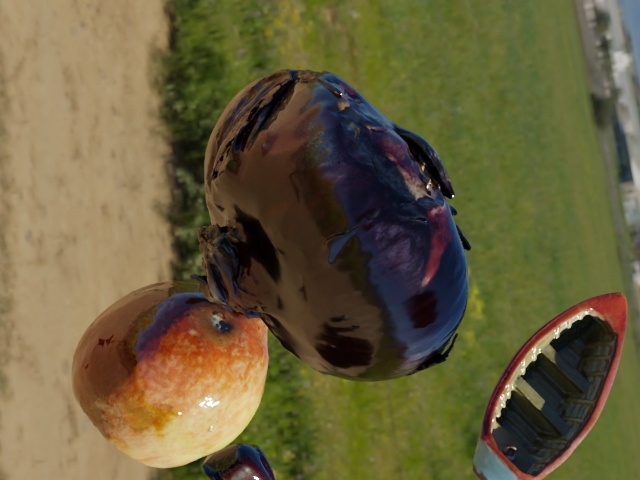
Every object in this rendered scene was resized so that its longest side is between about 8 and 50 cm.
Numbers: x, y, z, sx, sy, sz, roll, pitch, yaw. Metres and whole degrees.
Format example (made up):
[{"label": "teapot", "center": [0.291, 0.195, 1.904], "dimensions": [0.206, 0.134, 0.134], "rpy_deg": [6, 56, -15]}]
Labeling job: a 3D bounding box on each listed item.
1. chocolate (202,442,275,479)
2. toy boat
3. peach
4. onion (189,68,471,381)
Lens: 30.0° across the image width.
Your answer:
[{"label": "chocolate", "center": [-0.124, 0.393, 2.010], "dimensions": [0.125, 0.080, 0.148], "rpy_deg": [53, 5, 24]}, {"label": "toy boat", "center": [0.305, 0.184, 1.554], "dimensions": [0.136, 0.079, 0.392], "rpy_deg": [47, 43, 2]}, {"label": "peach", "center": [-0.168, 0.150, 1.455], "dimensions": [0.232, 0.256, 0.232], "rpy_deg": [49, -6, 7]}, {"label": "onion", "center": [0.000, 0.000, 1.100], "dimensions": [0.314, 0.232, 0.314], "rpy_deg": [47, -21, 24]}]
